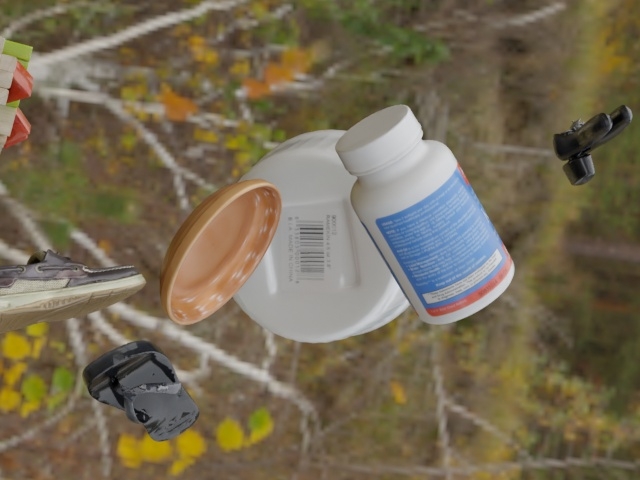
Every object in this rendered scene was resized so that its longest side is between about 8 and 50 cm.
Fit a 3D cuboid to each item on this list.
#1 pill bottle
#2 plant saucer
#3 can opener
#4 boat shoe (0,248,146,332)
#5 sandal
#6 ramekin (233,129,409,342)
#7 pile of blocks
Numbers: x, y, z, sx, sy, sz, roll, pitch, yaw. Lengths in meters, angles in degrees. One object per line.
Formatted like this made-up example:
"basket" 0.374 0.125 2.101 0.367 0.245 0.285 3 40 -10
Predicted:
"pill bottle" 0.109 -0.030 1.647 0.221 0.124 0.124 59 32 -20
"plant saucer" -0.123 0.008 1.795 0.200 0.037 0.200 -44 157 -25
"can opener" 0.321 -0.121 1.775 0.073 0.059 0.186 58 -16 8
"boat shoe" -0.360 0.056 2.009 0.285 0.103 0.092 -12 74 -39
"sandal" -0.206 0.192 1.876 0.097 0.054 0.254 -36 149 2
"ramekin" 0.000 0.000 1.960 0.135 0.277 0.277 -27 122 -74
"pile of blocks" -0.440 -0.196 2.074 0.362 0.113 0.149 140 -39 -64
